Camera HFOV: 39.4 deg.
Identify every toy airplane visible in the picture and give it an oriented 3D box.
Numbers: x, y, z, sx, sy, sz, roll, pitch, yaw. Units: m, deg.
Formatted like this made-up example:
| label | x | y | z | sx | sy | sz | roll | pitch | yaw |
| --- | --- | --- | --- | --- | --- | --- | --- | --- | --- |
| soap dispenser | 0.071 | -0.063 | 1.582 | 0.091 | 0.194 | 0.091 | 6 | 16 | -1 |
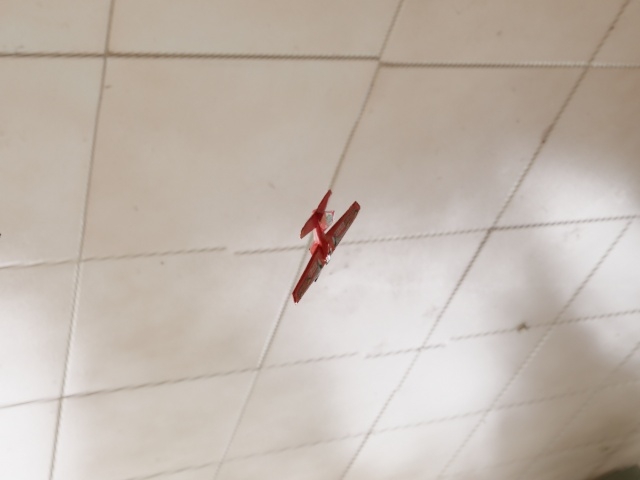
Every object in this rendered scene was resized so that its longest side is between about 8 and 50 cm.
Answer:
| label | x | y | z | sx | sy | sz | roll | pitch | yaw |
| --- | --- | --- | --- | --- | --- | --- | --- | --- | --- |
| toy airplane | 0.000 | 0.000 | 1.020 | 0.151 | 0.028 | 0.151 | -56 | 166 | -22 |
